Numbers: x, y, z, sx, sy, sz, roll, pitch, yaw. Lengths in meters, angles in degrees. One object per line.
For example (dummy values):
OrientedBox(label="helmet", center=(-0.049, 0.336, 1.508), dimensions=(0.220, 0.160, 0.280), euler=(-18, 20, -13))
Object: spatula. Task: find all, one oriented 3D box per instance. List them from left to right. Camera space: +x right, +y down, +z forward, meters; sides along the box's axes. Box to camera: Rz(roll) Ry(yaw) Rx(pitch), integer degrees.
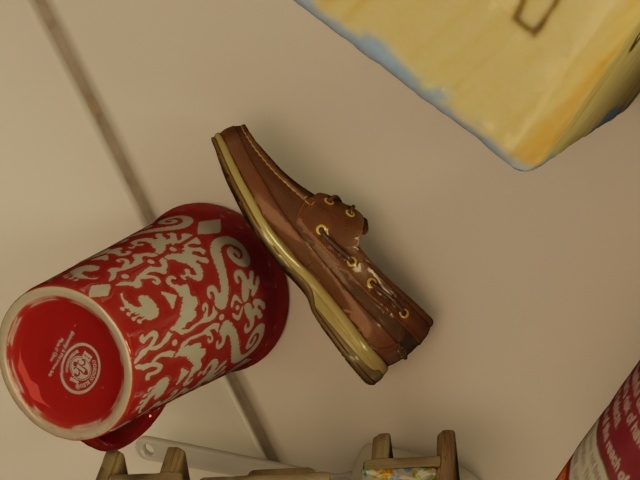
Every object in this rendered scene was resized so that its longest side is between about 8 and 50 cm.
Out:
OrientedBox(label="spatula", center=(-0.013, 0.203, 0.993), dimensions=(0.242, 0.019, 0.168), euler=(8, 112, 24))

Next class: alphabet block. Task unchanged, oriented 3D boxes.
OrientedBox(label="alphabet block", center=(0.106, -0.180, 0.741), dimensions=(0.193, 0.192, 0.197), euler=(38, 117, 11))

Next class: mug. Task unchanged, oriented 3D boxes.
OrientedBox(label="mug", center=(-0.105, 0.067, 0.915), dimensions=(0.113, 0.169, 0.150), euler=(4, 104, 24))

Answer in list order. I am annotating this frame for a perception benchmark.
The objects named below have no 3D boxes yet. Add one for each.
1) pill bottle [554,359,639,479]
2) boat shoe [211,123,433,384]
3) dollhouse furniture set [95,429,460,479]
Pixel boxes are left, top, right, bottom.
OrientedBox(label="pill bottle", center=(0.284, 0.055, 0.693), dimensions=(0.224, 0.224, 0.392), euler=(36, 116, 14))
OrientedBox(label="boat shoe", center=(0.000, 0.000, 0.915), dimensions=(0.060, 0.064, 0.178), euler=(-36, 87, -2))
OrientedBox(label="dollhouse furniture set", center=(-0.020, 0.251, 0.877), dimensions=(0.212, 0.161, 0.242), euler=(-4, 115, 7))
